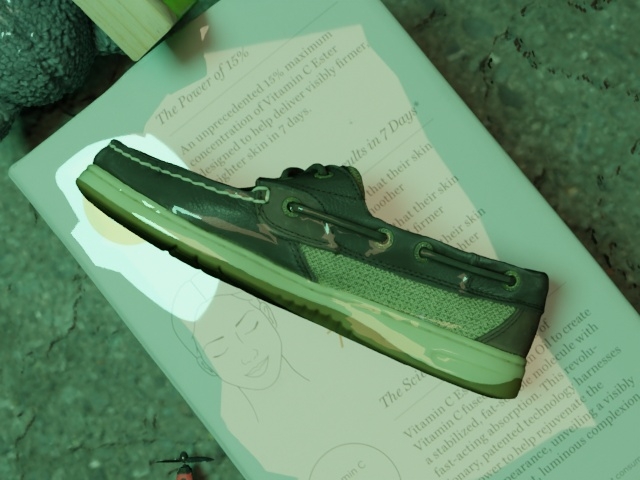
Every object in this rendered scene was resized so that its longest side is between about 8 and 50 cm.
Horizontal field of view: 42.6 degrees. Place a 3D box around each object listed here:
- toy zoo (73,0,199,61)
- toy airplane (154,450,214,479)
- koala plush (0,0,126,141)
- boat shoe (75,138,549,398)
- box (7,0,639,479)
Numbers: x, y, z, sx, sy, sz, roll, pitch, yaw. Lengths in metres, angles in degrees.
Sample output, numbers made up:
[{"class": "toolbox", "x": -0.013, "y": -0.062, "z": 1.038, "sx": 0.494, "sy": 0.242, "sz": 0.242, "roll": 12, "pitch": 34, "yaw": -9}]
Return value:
[{"class": "toy zoo", "x": -0.122, "y": -0.230, "z": 0.479, "sx": 0.030, "sy": 0.293, "sz": 0.192, "roll": -35, "pitch": 111, "yaw": 26}, {"class": "toy airplane", "x": -0.084, "y": 0.221, "z": 0.566, "sx": 0.151, "sy": 0.028, "sz": 0.151, "roll": 0, "pitch": 88, "yaw": 4}, {"class": "koala plush", "x": -0.226, "y": -0.178, "z": 0.522, "sx": 0.196, "sy": 0.203, "sz": 0.221, "roll": -35, "pitch": 108, "yaw": -14}, {"class": "boat shoe", "x": 0.001, "y": 0.000, "z": 0.384, "sx": 0.223, "sy": 0.080, "sz": 0.073, "roll": 25, "pitch": 84, "yaw": -2}, {"class": "box", "x": 0.025, "y": 0.033, "z": 0.501, "sx": 0.215, "sy": 0.168, "sz": 0.345, "roll": -38, "pitch": 87, "yaw": 0}]
